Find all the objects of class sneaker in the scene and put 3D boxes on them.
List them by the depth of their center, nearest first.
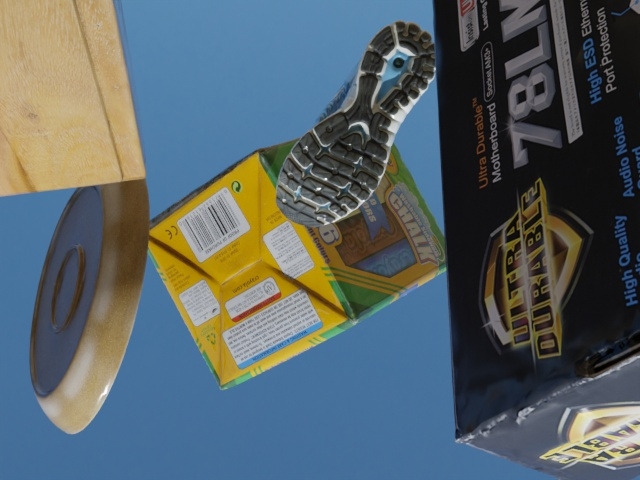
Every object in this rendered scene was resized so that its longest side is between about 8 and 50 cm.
[{"bbox_3d":[0.028,-0.079,0.867,0.063,0.162,0.073,36,-176,-4],"label":"sneaker"}]

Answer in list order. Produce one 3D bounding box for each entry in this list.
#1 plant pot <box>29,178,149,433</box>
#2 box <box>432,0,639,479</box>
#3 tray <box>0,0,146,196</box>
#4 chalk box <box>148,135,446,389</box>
[{"bbox_3d":[-0.202,0.043,1.028,0.032,0.236,0.236,15,-146,-25],"label":"plant pot"},{"bbox_3d":[0.150,-0.112,0.358,0.073,0.293,0.296,22,-130,-27],"label":"box"},{"bbox_3d":[-0.198,-0.094,0.599,0.202,0.411,0.076,-8,-100,-7],"label":"tray"},{"bbox_3d":[0.000,0.000,1.215,0.289,0.180,0.179,-23,-97,-55],"label":"chalk box"}]
